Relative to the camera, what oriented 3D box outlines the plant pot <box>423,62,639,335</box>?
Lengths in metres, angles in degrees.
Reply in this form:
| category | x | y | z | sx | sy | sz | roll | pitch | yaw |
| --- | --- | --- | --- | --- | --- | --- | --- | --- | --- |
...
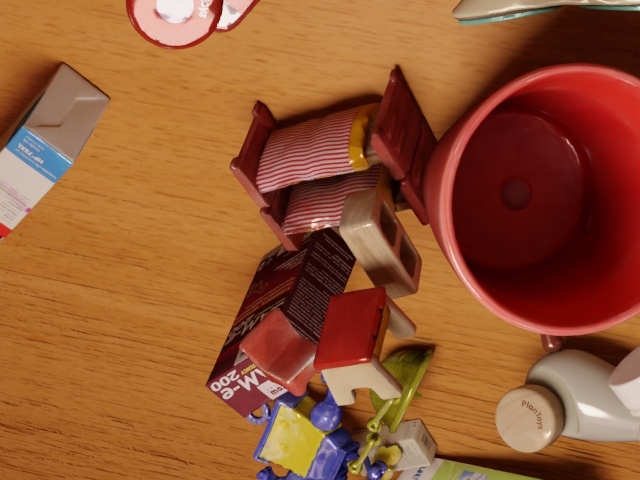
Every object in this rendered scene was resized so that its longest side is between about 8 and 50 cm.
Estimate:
| category | x | y | z | sx | sy | sz | roll | pitch | yaw |
| --- | --- | --- | --- | --- | --- | --- | --- | --- | --- |
| plant pot | 0.230 | -0.048 | 1.566 | 0.275 | 0.243 | 0.275 | -1 | 94 | -9 |

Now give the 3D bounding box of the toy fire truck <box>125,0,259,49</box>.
| category | x | y | z | sx | sy | sz | roll | pitch | yaw |
| --- | --- | --- | --- | --- | --- | --- | --- | --- | --- |
| toy fire truck | -0.147 | -0.365 | 1.537 | 0.302 | 0.169 | 0.254 | 39 | 108 | -17 |

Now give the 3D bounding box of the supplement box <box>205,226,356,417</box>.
| category | x | y | z | sx | sy | sz | roll | pitch | yaw |
| --- | --- | --- | --- | --- | --- | --- | --- | --- | --- |
| supplement box | -0.044 | 0.091 | 1.836 | 0.073 | 0.239 | 0.130 | 40 | 131 | -17 |

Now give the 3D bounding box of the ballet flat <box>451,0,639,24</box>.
| category | x | y | z | sx | sy | sz | roll | pitch | yaw |
| --- | --- | --- | --- | --- | --- | --- | --- | --- | --- |
| ballet flat | 0.254 | -0.270 | 1.523 | 0.248 | 0.086 | 0.086 | -1 | 130 | 19 |

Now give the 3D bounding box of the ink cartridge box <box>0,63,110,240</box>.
| category | x | y | z | sx | sy | sz | roll | pitch | yaw |
| --- | --- | --- | --- | --- | --- | --- | --- | --- | --- |
| ink cartridge box | -0.368 | -0.098 | 1.855 | 0.078 | 0.134 | 0.231 | 37 | 132 | -16 |

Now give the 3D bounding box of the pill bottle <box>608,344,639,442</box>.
| category | x | y | z | sx | sy | sz | roll | pitch | yaw |
| --- | --- | --- | --- | --- | --- | --- | --- | --- | --- |
| pill bottle | 0.426 | 0.214 | 1.636 | 0.229 | 0.131 | 0.131 | 50 | 130 | -6 |

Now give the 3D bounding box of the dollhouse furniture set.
| category | x | y | z | sx | sy | sz | roll | pitch | yaw |
| --- | --- | --- | --- | --- | --- | --- | --- | --- | --- |
| dollhouse furniture set | 0.000 | 0.000 | 1.649 | 0.201 | 0.374 | 0.152 | -12 | 130 | 27 |

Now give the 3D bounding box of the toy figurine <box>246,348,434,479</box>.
| category | x | y | z | sx | sy | sz | roll | pitch | yaw |
| --- | --- | --- | --- | --- | --- | --- | --- | --- | --- |
| toy figurine | -0.016 | 0.264 | 2.017 | 0.217 | 0.191 | 0.362 | 31 | 119 | 18 |

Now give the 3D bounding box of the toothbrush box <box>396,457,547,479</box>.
| category | x | y | z | sx | sy | sz | roll | pitch | yaw |
| --- | --- | --- | --- | --- | --- | --- | --- | --- | --- |
| toothbrush box | 0.247 | 0.423 | 2.060 | 0.283 | 0.122 | 0.206 | 2 | 134 | 44 |

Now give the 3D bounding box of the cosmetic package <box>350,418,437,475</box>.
| category | x | y | z | sx | sy | sz | roll | pitch | yaw |
| --- | --- | --- | --- | --- | --- | --- | --- | --- | --- |
| cosmetic package | 0.100 | 0.293 | 2.108 | 0.115 | 0.041 | 0.060 | -13 | 125 | 29 |

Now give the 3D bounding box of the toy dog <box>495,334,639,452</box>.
| category | x | y | z | sx | sy | sz | roll | pitch | yaw |
| --- | --- | --- | --- | --- | --- | --- | --- | --- | --- |
| toy dog | 0.377 | 0.167 | 1.815 | 0.334 | 0.220 | 0.161 | -5 | 98 | 15 |
